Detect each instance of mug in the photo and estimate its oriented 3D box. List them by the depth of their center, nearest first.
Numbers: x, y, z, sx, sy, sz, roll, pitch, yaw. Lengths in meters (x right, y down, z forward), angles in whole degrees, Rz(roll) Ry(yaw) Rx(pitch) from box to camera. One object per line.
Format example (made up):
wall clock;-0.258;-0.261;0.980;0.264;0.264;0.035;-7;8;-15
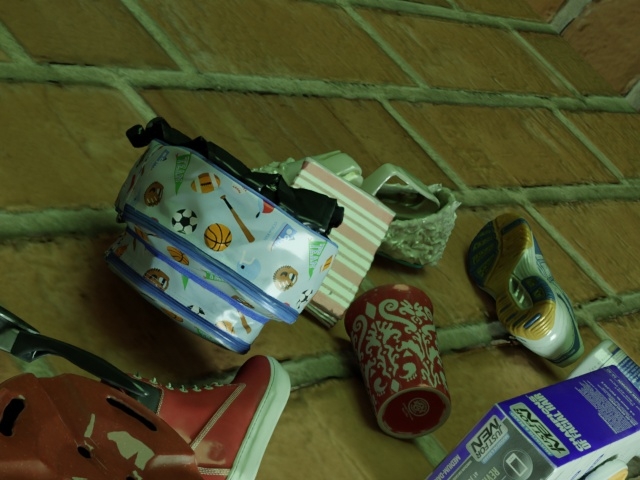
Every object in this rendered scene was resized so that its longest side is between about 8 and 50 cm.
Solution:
mug;0.113;0.155;1.957;0.150;0.113;0.169;23;32;-27

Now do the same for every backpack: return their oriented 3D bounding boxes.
backpack;-0.109;-0.002;1.741;0.276;0.213;0.263;28;-9;-10

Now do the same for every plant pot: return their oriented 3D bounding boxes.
plant pot;-0.219;0.252;1.148;0.272;0.265;0.272;31;25;-16

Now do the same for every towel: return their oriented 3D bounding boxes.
towel;0.000;0.000;2.047;0.144;0.029;0.197;34;58;-9

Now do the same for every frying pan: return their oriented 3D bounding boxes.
frying pan;-0.298;0.079;1.491;0.326;0.053;0.197;31;-6;4

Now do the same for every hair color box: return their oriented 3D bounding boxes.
hair color box;0.257;0.261;1.879;0.110;0.185;0.339;47;25;19

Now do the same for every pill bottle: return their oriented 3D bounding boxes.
pill bottle;0.432;0.239;2.243;0.187;0.112;0.112;44;25;13

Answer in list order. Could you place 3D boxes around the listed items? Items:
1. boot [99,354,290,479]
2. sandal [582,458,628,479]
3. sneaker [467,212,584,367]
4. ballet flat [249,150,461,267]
boot;-0.133;0.160;1.642;0.176;0.088;0.244;34;28;-6
sandal;0.286;0.332;1.802;0.265;0.102;0.076;-28;58;-38
sneaker;0.308;0.079;2.388;0.131;0.112;0.296;45;20;-32
ballet flat;0.039;-0.060;2.193;0.409;0.147;0.147;10;37;-45
